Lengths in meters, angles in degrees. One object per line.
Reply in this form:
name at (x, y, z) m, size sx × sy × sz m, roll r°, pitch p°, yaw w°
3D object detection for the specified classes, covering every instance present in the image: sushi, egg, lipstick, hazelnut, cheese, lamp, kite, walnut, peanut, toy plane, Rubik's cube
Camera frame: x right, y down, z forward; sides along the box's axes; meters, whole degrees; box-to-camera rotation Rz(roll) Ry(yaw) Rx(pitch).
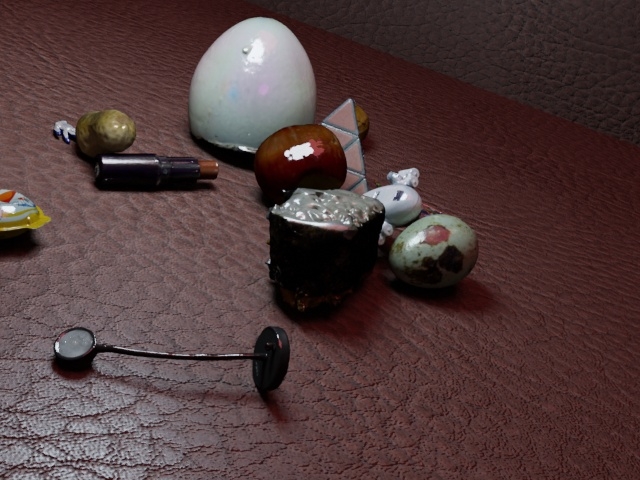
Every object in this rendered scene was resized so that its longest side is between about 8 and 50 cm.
sushi at (0.000, 0.000, 1.571) m, size 0.235 × 0.207 × 0.349 m, roll 17°, pitch 20°, yaw 23°
egg at (-0.178, -0.440, 2.043) m, size 0.355 × 0.339 × 0.354 m, roll 8°, pitch 21°, yaw -3°
egg at (0.256, 0.028, 1.697) m, size 0.231 × 0.169 × 0.169 m, roll -15°, pitch 41°, yaw -28°
lipstick at (-0.383, -0.166, 1.756) m, size 0.300 × 0.081 × 0.081 m, roll -1°, pitch 34°, yaw -31°
hazelnut at (-0.055, -0.187, 1.850) m, size 0.230 × 0.229 × 0.229 m, roll 14°, pitch 28°, yaw -8°
cheese at (-0.653, -0.058, 1.415) m, size 0.271 × 0.069 × 0.177 m, roll 11°, pitch 21°, yaw 6°
lamp at (-0.239, 0.207, 1.225) m, size 0.372 × 0.108 × 0.130 m, roll -5°, pitch 46°, yaw -12°
kite at (0.258, -0.087, 2.059) m, size 0.234 × 0.016 × 0.321 m, roll 5°, pitch 31°, yaw -22°
walnut at (0.085, -0.359, 2.320) m, size 0.137 × 0.137 × 0.245 m, roll 21°, pitch 20°, yaw 4°
peanut at (-0.508, -0.250, 1.760) m, size 0.120 × 0.110 × 0.236 m, roll -35°, pitch 27°, yaw -24°
toy plane at (0.160, -0.071, 1.789) m, size 0.117 × 0.245 × 0.244 m, roll 40°, pitch 20°, yaw -24°
Rubik's cube at (0.030, -0.212, 2.014) m, size 0.233 × 0.228 × 0.228 m, roll -4°, pitch 53°, yaw 44°

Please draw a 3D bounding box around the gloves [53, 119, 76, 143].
gloves at (-0.632, -0.269, 1.852) m, size 0.086 × 0.026 × 0.064 m, roll 32°, pitch 32°, yaw 15°
